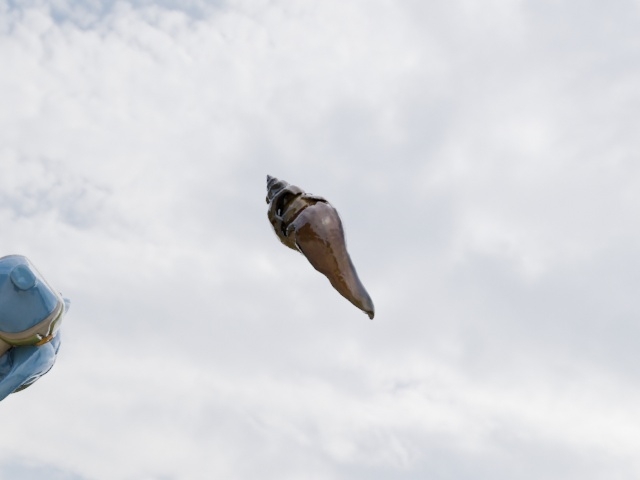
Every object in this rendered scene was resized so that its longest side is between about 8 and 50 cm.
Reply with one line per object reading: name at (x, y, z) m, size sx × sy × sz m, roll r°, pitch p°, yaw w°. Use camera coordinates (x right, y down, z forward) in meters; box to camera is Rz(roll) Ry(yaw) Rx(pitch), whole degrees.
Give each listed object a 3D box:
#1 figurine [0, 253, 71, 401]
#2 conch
figurine at (-0.410, 0.120, 1.196) m, size 0.153 × 0.180 × 0.262 m, roll 23°, pitch -22°, yaw -2°
conch at (0.001, -0.006, 1.142) m, size 0.232 × 0.080 × 0.086 m, roll 41°, pitch 0°, yaw 42°
